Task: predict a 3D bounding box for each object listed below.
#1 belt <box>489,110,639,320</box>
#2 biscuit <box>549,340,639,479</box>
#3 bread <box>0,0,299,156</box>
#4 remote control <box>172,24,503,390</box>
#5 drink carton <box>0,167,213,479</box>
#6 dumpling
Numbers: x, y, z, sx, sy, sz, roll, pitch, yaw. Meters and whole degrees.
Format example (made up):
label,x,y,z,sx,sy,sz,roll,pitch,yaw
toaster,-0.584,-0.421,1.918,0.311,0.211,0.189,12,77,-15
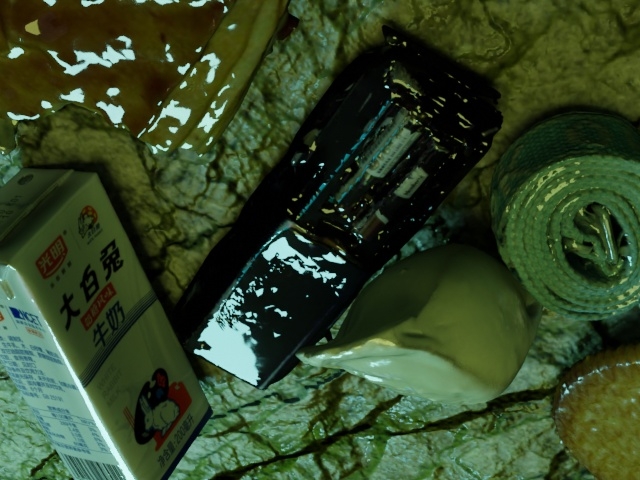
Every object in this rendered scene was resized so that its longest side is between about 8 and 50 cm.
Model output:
label,x,y,z,sx,sy,sz,roll,pitch,yaw
belt,0.205,-0.018,0.805,0.147,0.082,0.163,2,127,0
biscuit,0.355,0.177,0.915,0.305,0.038,0.305,17,145,12
bread,-0.194,-0.187,0.706,0.314,0.191,0.370,29,142,-17
remote control,0.000,0.000,0.886,0.144,0.062,0.399,29,130,-11
drink carton,-0.221,0.093,0.968,0.106,0.130,0.315,4,132,30
dumpling,0.072,0.079,0.837,0.179,0.252,0.131,-15,90,35
